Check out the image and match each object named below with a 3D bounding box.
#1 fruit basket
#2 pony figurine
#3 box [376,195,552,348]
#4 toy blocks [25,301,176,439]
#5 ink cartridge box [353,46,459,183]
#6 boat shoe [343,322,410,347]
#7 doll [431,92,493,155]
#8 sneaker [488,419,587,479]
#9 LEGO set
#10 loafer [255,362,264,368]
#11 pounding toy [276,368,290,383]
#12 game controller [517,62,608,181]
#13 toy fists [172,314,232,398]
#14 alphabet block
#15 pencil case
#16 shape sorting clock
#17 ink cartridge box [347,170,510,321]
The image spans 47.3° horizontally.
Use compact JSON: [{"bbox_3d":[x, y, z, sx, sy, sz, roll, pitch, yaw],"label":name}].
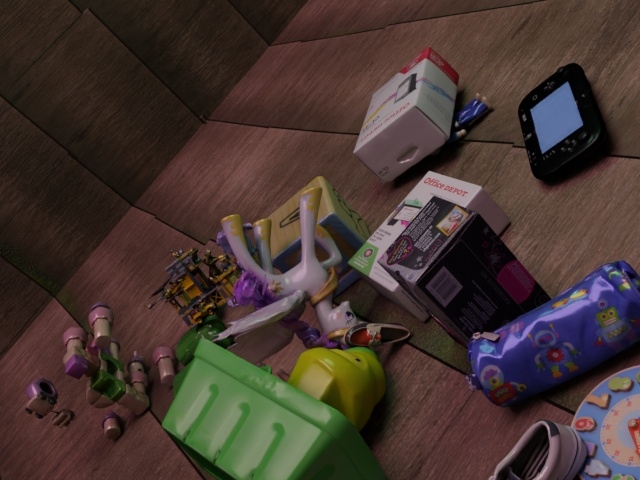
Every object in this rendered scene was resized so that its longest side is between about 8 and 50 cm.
[{"bbox_3d":[-0.031,0.290,1.287,0.392,0.283,0.392,-15,43,14],"label":"fruit basket"},{"bbox_3d":[-0.081,0.110,1.506,0.351,0.303,0.363,-19,72,-7],"label":"pony figurine"},{"bbox_3d":[0.246,0.071,1.262,0.163,0.247,0.142,-48,27,-5],"label":"box"},{"bbox_3d":[-0.600,0.342,2.013,0.309,0.288,0.260,-46,32,7],"label":"toy blocks"},{"bbox_3d":[0.225,-0.324,1.876,0.226,0.131,0.306,-36,22,37],"label":"ink cartridge box"},{"bbox_3d":[0.111,0.186,1.436,0.043,0.137,0.049,10,101,61],"label":"boat shoe"},{"bbox_3d":[0.337,-0.283,1.814,0.189,0.046,0.129,-41,28,8],"label":"doll"},{"bbox_3d":[0.264,0.359,1.011,0.258,0.091,0.094,-59,28,-4],"label":"sneaker"},{"bbox_3d":[-0.310,0.078,1.952,0.255,0.192,0.331,-36,7,19],"label":"LEGO set"},{"bbox_3d":[-0.174,0.331,1.705,0.045,0.039,0.125,-13,42,44],"label":"loafer"},{"bbox_3d":[-0.123,0.383,1.535,0.237,0.110,0.183,-27,13,-25],"label":"pounding toy"},{"bbox_3d":[0.500,-0.251,1.533,0.166,0.067,0.319,-30,32,27],"label":"game controller"},{"bbox_3d":[-0.288,0.298,1.847,0.142,0.096,0.279,-43,25,18],"label":"toy fists"},{"bbox_3d":[0.000,0.000,1.749,0.193,0.192,0.197,-37,29,13],"label":"alphabet block"},{"bbox_3d":[0.368,0.144,1.129,0.306,0.133,0.119,-33,13,21],"label":"pencil case"},{"bbox_3d":[0.431,0.256,0.992,0.206,0.040,0.206,-33,31,22],"label":"shape sorting clock"},{"bbox_3d":[0.222,0.004,1.520,0.278,0.117,0.201,-48,28,-6],"label":"ink cartridge box"}]
